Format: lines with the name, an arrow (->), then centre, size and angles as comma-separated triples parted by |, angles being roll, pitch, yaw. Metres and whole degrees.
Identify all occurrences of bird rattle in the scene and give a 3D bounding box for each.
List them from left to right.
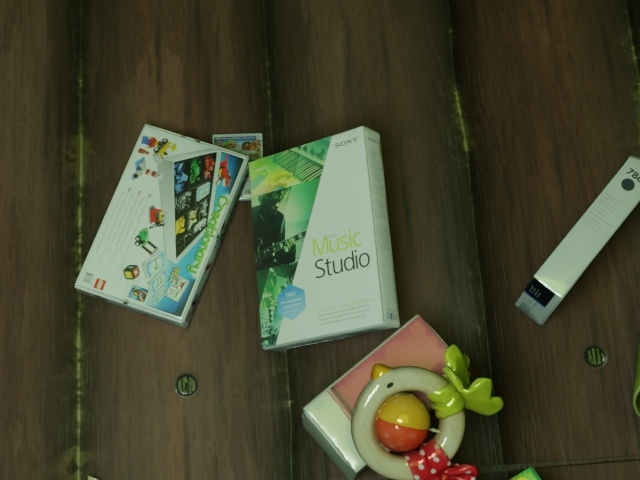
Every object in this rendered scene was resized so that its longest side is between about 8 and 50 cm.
bird rattle -> 0.142, 0.271, 1.522 | 0.207, 0.143, 0.254 | 15, 103, -8

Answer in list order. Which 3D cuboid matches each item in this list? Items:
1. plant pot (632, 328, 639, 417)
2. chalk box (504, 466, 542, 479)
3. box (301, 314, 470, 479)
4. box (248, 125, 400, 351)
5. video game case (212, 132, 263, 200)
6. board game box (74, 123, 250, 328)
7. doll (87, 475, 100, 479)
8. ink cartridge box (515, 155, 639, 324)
plant pot -> 0.617, 0.117, 1.653 | 0.274, 0.275, 0.294 | 6, 56, 1
chalk box -> 0.291, 0.426, 1.591 | 0.213, 0.132, 0.132 | -30, 74, -11
box -> 0.098, 0.245, 1.640 | 0.232, 0.148, 0.127 | -38, 77, -12
box -> 0.000, 0.000, 1.700 | 0.232, 0.058, 0.322 | -15, 71, 31
video game case -> -0.142, -0.126, 1.836 | 0.087, 0.011, 0.122 | -2, 71, -1
board game box -> -0.258, -0.026, 1.771 | 0.193, 0.053, 0.305 | 18, 73, 8
doll -> -0.354, 0.459, 1.613 | 0.129, 0.046, 0.189 | 19, 71, 6
ink cartridge box -> 0.449, -0.020, 1.729 | 0.065, 0.165, 0.333 | 40, 74, 13
